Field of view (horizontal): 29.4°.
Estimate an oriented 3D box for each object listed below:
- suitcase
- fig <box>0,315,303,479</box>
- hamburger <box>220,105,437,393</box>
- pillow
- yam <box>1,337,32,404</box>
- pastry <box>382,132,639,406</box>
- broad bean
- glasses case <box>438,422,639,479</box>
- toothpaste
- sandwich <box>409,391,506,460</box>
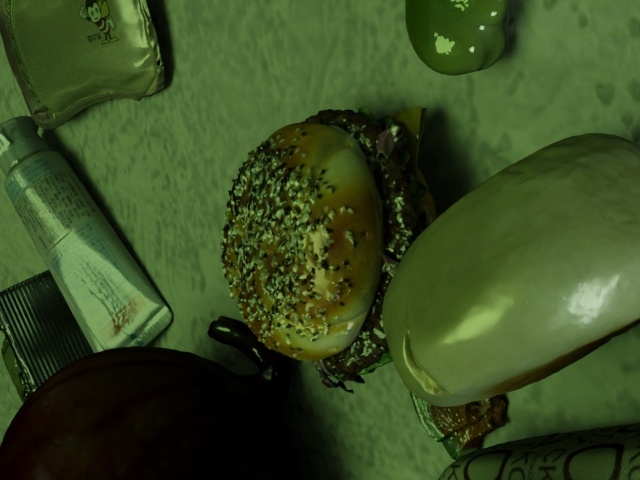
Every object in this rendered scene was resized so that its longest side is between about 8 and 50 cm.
[{"bbox_3d":[-0.228,0.087,1.064,0.126,0.086,0.059,61,168,16],"label":"suitcase"},{"bbox_3d":[-0.110,0.176,0.848,0.215,0.235,0.235,-22,85,16],"label":"fig"},{"bbox_3d":[-0.001,0.003,0.712,0.189,0.093,0.164,-35,59,56],"label":"hamburger"},{"bbox_3d":[-0.196,-0.162,0.969,0.233,0.038,0.130,-5,102,51],"label":"pillow"},{"bbox_3d":[-0.240,0.146,1.120,0.146,0.070,0.069,60,142,19],"label":"yam"},{"bbox_3d":[0.097,0.016,0.562,0.092,0.156,0.156,56,141,12],"label":"pastry"},{"bbox_3d":[0.071,-0.127,0.631,0.063,0.045,0.083,8,102,50],"label":"broad bean"},{"bbox_3d":[0.180,0.151,0.559,0.355,0.085,0.137,-21,84,55],"label":"glasses case"},{"bbox_3d":[-0.211,-0.002,1.037,0.089,0.057,0.234,-43,69,25],"label":"toothpaste"},{"bbox_3d":[0.080,0.067,0.704,0.067,0.029,0.135,34,128,42],"label":"sandwich"}]
